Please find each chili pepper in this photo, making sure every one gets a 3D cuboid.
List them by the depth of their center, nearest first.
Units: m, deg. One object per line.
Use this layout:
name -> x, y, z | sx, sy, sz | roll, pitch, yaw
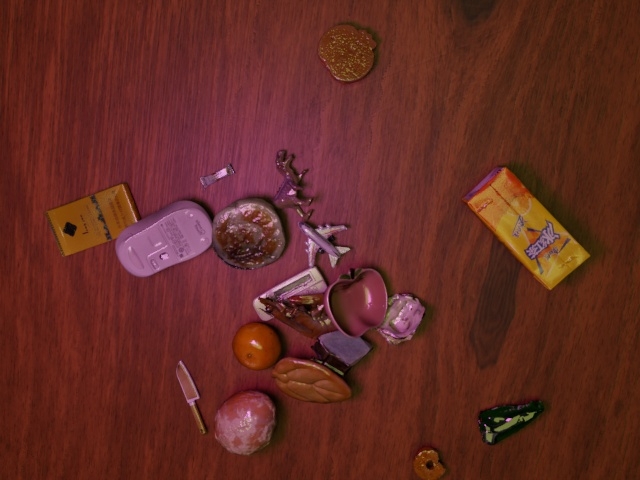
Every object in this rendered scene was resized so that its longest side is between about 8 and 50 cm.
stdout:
chili pepper -> 0.581, 0.545, 1.838 | 0.216, 0.062, 0.108 | -31, 95, 8

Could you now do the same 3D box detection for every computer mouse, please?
computer mouse -> -0.469, -0.004, 1.825 | 0.297, 0.121, 0.184 | -32, 110, -7

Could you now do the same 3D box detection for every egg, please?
egg -> -0.228, 0.560, 1.855 | 0.195, 0.195, 0.233 | 33, 115, 0

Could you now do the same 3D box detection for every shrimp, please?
shrimp -> -0.048, 0.208, 1.803 | 0.287, 0.063, 0.152 | 28, 108, -25

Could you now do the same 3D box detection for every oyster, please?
oyster -> 0.224, 0.238, 1.826 | 0.191, 0.081, 0.163 | 7, 76, 19

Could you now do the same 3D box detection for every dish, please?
dish -> 0.093, 0.178, 1.785 | 0.213, 0.090, 0.213 | 1, 87, -27

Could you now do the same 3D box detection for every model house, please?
model house -> 0.049, 0.351, 1.846 | 0.165, 0.106, 0.152 | 33, 139, 2

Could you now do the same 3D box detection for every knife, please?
knife -> -0.414, 0.508, 1.948 | 0.046, 0.022, 0.256 | -19, 92, 15

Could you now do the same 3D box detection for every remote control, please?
remote control -> -0.094, 0.163, 1.846 | 0.230, 0.049, 0.090 | -27, 97, 4

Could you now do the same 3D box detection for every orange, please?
orange -> -0.193, 0.322, 1.849 | 0.155, 0.134, 0.154 | 10, 120, 17

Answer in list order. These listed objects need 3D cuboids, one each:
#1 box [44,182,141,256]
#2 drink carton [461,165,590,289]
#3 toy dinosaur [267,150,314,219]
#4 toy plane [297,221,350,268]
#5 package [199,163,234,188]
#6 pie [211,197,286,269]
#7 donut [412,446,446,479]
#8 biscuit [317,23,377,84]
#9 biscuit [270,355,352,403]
box -> -0.706, -0.063, 1.875 | 0.279, 0.041, 0.153 | -19, 98, 9
drink carton -> 0.583, -0.038, 1.720 | 0.154, 0.111, 0.351 | -44, 94, 11
toy dinosaur -> -0.118, -0.128, 1.806 | 0.200, 0.072, 0.251 | 34, 113, 10
toy plane -> 0.000, 0.000, 1.802 | 0.171, 0.065, 0.162 | 41, 96, 2
package -> -0.316, -0.197, 1.829 | 0.110, 0.015, 0.037 | -24, 101, 10
pie -> -0.214, -0.014, 1.800 | 0.241, 0.054, 0.240 | -1, 115, -2
donut -> 0.339, 0.703, 1.895 | 0.097, 0.043, 0.108 | -18, 98, 8
biscuit -> 0.081, -0.537, 1.720 | 0.170, 0.050, 0.170 | 0, 92, 1
biscuit -> -0.029, 0.438, 1.844 | 0.260, 0.041, 0.203 | 13, 128, 10
